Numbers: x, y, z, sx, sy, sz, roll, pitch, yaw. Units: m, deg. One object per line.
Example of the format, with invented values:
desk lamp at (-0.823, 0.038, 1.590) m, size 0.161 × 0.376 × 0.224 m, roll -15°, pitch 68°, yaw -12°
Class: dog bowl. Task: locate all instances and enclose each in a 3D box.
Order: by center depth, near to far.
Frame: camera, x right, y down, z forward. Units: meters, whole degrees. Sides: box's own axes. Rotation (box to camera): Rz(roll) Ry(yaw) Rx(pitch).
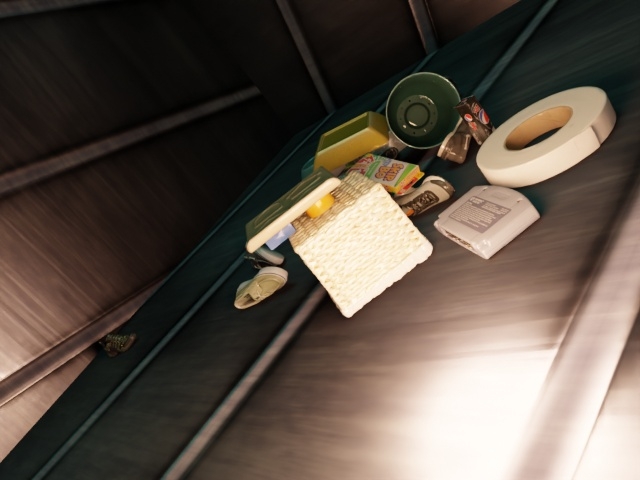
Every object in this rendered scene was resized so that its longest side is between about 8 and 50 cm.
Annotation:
dog bowl at (0.315, -0.499, 2.508) m, size 0.348 × 0.102 × 0.349 m, roll -34°, pitch 21°, yaw 14°

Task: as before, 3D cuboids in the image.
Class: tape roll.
tape roll at (0.646, -0.301, 1.512) m, size 0.392 × 0.072 × 0.392 m, roll -34°, pitch 20°, yaw 14°

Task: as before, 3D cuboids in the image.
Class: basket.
basket at (0.099, -0.008, 1.572) m, size 0.331 × 0.266 × 0.328 m, roll -38°, pitch 18°, yaw 0°

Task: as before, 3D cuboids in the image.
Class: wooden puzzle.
wooden puzzle at (-0.083, -0.089, 1.576) m, size 0.322 × 0.080 × 0.348 m, roll -37°, pitch 14°, yaw 2°

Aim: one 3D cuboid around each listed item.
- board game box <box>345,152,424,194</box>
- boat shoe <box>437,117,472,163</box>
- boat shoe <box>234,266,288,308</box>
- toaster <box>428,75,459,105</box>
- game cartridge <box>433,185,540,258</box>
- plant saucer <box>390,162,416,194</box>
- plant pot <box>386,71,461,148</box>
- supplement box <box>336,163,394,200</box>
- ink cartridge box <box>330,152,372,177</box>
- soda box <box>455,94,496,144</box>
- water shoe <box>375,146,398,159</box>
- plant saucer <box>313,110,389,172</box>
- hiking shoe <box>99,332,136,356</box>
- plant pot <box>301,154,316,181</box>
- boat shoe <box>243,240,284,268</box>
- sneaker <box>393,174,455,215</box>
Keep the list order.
board game box at (0.215, -0.228, 1.760) m, size 0.124 × 0.039 × 0.259 m, roll -43°, pitch 43°, yaw -21°
boat shoe at (0.530, -0.385, 1.911) m, size 0.335 × 0.095 × 0.112 m, roll -51°, pitch -14°, yaw -39°
boat shoe at (-0.230, 0.191, 2.007) m, size 0.302 × 0.109 × 0.094 m, roll -32°, pitch 34°, yaw 45°
toaster at (0.536, -0.676, 2.463) m, size 0.227 × 0.129 × 0.146 m, roll -40°, pitch 15°, yaw 5°
game cartridge at (0.441, -0.062, 1.387) m, size 0.196 × 0.060 × 0.294 m, roll -42°, pitch 19°, yaw 2°
plant saucer at (0.300, -0.251, 2.085) m, size 0.198 × 0.036 × 0.199 m, roll -34°, pitch 21°, yaw 15°
plant pot at (0.411, -0.522, 2.137) m, size 0.293 × 0.293 × 0.235 m, roll -36°, pitch 4°, yaw 9°
supplement box at (0.135, -0.154, 1.927) m, size 0.129 × 0.194 × 0.191 m, roll -10°, pitch 35°, yaw 54°
ink cartridge box at (0.146, -0.287, 2.189) m, size 0.117 × 0.201 × 0.278 m, roll -26°, pitch 23°, yaw 30°
soda box at (0.543, -0.417, 1.805) m, size 0.053 × 0.169 × 0.060 m, roll -48°, pitch 21°, yaw -22°
water shoe at (0.265, -0.354, 2.355) m, size 0.203 × 0.073 × 0.080 m, roll -25°, pitch 2°, yaw 25°
plant saucer at (0.111, -0.412, 2.119) m, size 0.332 × 0.081 × 0.333 m, roll -24°, pitch 25°, yaw 18°
hiking shoe at (-1.068, 0.531, 2.724) m, size 0.226 × 0.114 × 0.086 m, roll -31°, pitch 21°, yaw 23°
plant pot at (0.022, -0.301, 2.461) m, size 0.290 × 0.195 × 0.290 m, roll -34°, pitch 20°, yaw 15°
boat shoe at (-0.259, 0.081, 2.287) m, size 0.301 × 0.108 × 0.102 m, roll 20°, pitch 93°, yaw 54°
sneaker at (0.331, -0.131, 1.694) m, size 0.271 × 0.100 × 0.108 m, roll -20°, pitch 36°, yaw 57°
